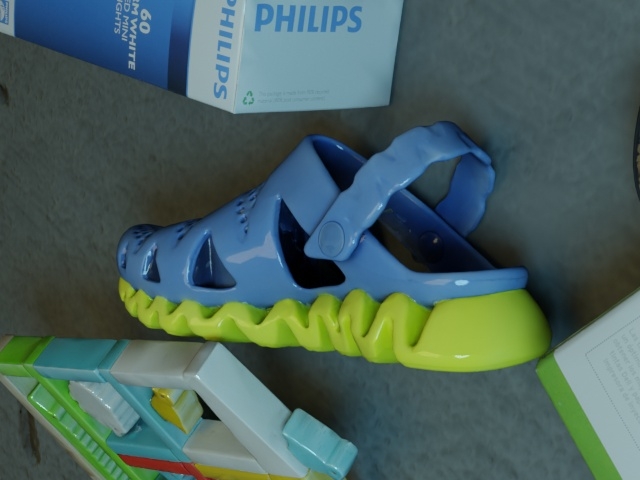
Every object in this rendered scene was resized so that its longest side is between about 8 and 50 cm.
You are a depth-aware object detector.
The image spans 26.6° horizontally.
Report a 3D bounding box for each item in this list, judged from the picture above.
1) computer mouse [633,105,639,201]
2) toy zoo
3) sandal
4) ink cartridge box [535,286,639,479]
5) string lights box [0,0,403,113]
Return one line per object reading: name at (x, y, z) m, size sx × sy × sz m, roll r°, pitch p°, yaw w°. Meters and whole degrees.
computer mouse at (0.207, -0.109, 0.652) m, size 0.071 × 0.041 × 0.242 m, roll 20°, pitch 104°, yaw 33°
toy zoo at (-0.086, 0.139, 0.911) m, size 0.293 × 0.030 × 0.192 m, roll -2°, pitch 133°, yaw 46°
sandal at (0.000, 0.000, 0.827) m, size 0.317 × 0.126 × 0.138 m, roll 1°, pitch 92°, yaw 38°
ink cartridge box at (0.247, 0.069, 0.593) m, size 0.255 × 0.097 × 0.189 m, roll -43°, pitch 66°, yaw 39°
string lights box at (-0.087, -0.149, 0.871) m, size 0.259 × 0.133 × 0.077 m, roll 23°, pitch 112°, yaw 42°
